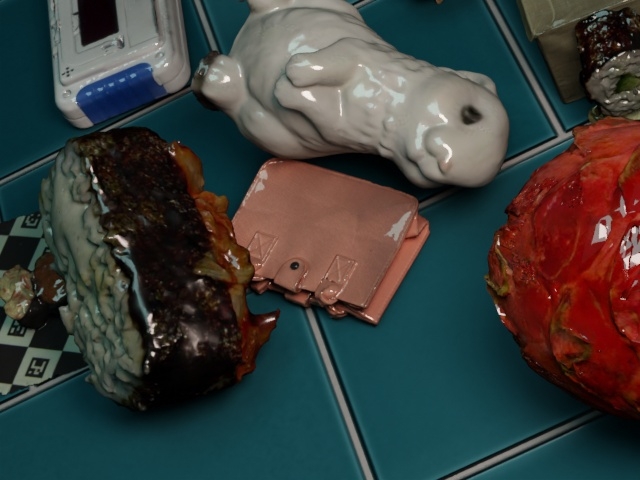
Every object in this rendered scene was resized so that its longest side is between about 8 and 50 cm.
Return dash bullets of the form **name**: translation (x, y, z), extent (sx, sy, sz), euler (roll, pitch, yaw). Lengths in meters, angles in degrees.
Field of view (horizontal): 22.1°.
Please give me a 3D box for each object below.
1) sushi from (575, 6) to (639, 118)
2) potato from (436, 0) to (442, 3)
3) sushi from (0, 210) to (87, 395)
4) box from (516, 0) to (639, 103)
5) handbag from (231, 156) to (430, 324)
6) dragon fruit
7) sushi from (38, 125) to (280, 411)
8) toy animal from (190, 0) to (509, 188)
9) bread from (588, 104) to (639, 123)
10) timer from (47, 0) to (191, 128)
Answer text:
- **sushi**: translation (0.307, -0.183, 1.708), extent (0.098, 0.094, 0.084), euler (-24, 49, 19)
- **potato**: translation (0.151, -0.338, 1.988), extent (0.101, 0.089, 0.172), euler (16, 37, 19)
- **sushi**: translation (-0.318, 0.042, 1.939), extent (0.290, 0.050, 0.264), euler (-18, 51, 12)
- **box**: translation (0.288, -0.299, 1.823), extent (0.155, 0.149, 0.231), euler (-22, 58, 11)
- **handbag**: translation (0.000, 0.000, 1.819), extent (0.213, 0.059, 0.157), euler (17, 65, 32)
- **dragon fruit**: translation (0.310, 0.030, 1.514), extent (0.302, 0.295, 0.295), euler (32, 74, 39)
- **sushi**: translation (-0.192, 0.023, 1.788), extent (0.196, 0.182, 0.343), euler (-46, 57, 45)
- **toy animal**: translation (0.052, -0.154, 1.808), extent (0.357, 0.258, 0.193), euler (25, 96, 21)
- **bread**: translation (0.405, -0.159, 1.733), extent (0.232, 0.088, 0.128), euler (-39, 41, 7)
- **timer**: translation (-0.267, -0.276, 2.122), extent (0.178, 0.078, 0.253), euler (-21, 52, 11)
